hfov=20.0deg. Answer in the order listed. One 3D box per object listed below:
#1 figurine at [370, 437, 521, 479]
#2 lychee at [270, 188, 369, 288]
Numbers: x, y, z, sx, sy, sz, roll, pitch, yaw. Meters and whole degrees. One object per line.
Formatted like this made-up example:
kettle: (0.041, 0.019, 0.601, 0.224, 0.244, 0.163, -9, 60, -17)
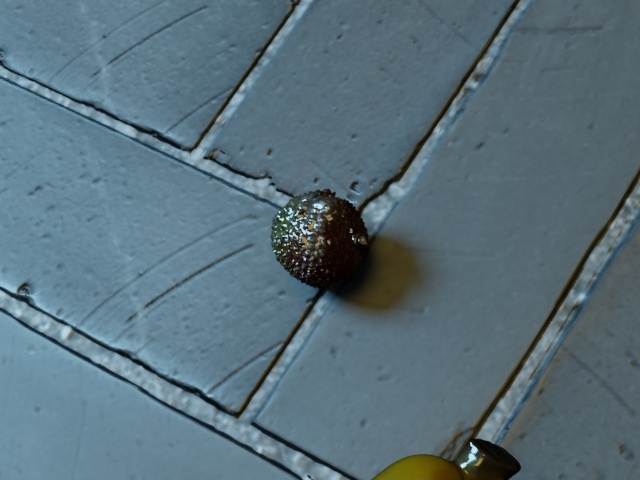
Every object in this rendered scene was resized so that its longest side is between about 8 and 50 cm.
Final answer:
figurine: (0.096, 0.244, 1.080, 0.192, 0.167, 0.257, -45, 54, 7)
lychee: (0.000, 0.000, 1.307, 0.083, 0.068, 0.067, 12, 35, 44)
